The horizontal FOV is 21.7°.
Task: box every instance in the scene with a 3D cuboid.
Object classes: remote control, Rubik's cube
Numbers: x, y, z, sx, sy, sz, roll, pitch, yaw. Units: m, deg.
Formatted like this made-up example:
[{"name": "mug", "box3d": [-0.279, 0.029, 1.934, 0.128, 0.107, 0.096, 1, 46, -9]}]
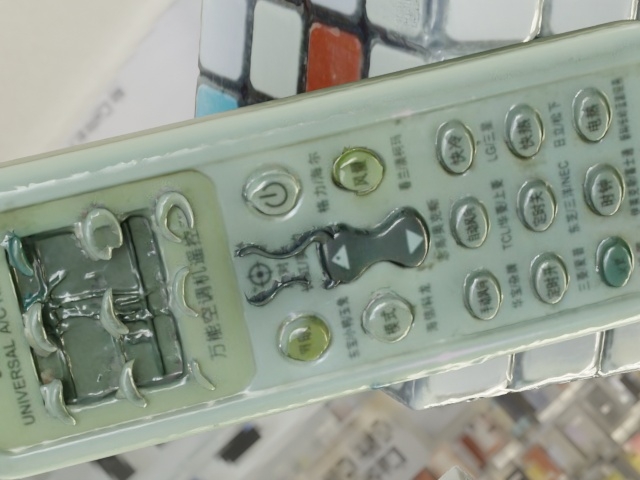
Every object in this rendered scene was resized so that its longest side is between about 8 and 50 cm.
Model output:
[{"name": "remote control", "box3d": [0.000, 0.000, 0.699, 0.335, 0.128, 0.065, -13, -163, -7]}, {"name": "Rubik's cube", "box3d": [0.093, -0.076, 0.955, 0.259, 0.256, 0.253, -7, 111, -31]}]

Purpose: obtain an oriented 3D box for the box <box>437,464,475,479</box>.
[{"name": "box", "box3d": [0.054, 0.267, 0.998, 0.233, 0.149, 0.067, -46, -166, 7]}]
